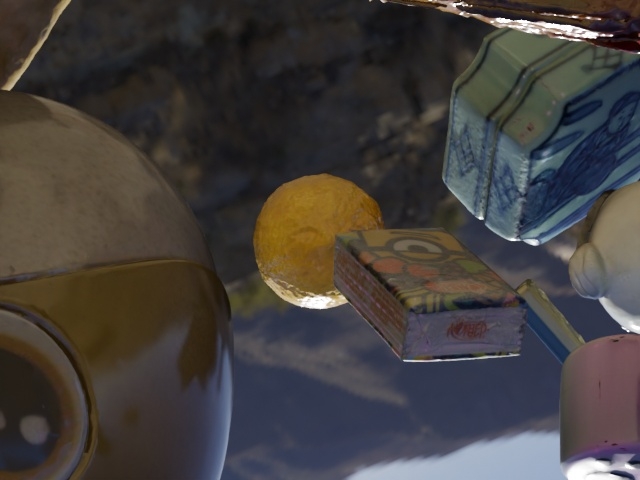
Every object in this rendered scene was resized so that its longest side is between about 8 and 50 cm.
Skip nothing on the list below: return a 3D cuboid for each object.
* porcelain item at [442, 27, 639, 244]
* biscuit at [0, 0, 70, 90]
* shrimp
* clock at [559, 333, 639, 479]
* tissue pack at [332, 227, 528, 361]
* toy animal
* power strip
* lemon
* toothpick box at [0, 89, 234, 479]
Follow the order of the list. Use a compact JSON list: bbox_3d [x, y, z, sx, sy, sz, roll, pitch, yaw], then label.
[{"bbox_3d":[0.298,-0.149,2.009,0.281,0.157,0.286,-31,149,-26],"label":"porcelain item"},{"bbox_3d":[-0.363,-0.319,1.356,0.446,0.429,0.104,-48,-159,-3],"label":"biscuit"},{"bbox_3d":[0.097,-0.136,0.857,0.294,0.062,0.154,17,-152,31],"label":"shrimp"},{"bbox_3d":[0.275,0.085,0.888,0.227,0.090,0.248,19,149,-25],"label":"clock"},{"bbox_3d":[0.086,0.043,1.336,0.108,0.060,0.148,-4,-155,-23],"label":"tissue pack"},{"bbox_3d":[0.397,0.000,1.699,0.247,0.183,0.310,18,167,-18],"label":"toy animal"},{"bbox_3d":[0.254,0.097,1.797,0.032,0.123,0.056,-41,178,11],"label":"power strip"},{"bbox_3d":[0.000,0.000,1.728,0.142,0.142,0.187,-24,-179,1],"label":"lemon"},{"bbox_3d":[-0.269,0.126,1.258,0.409,0.425,0.409,-1,140,-1],"label":"toothpick box"}]
